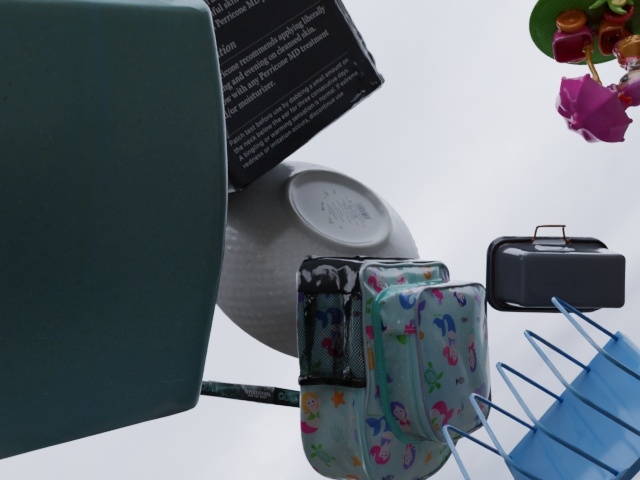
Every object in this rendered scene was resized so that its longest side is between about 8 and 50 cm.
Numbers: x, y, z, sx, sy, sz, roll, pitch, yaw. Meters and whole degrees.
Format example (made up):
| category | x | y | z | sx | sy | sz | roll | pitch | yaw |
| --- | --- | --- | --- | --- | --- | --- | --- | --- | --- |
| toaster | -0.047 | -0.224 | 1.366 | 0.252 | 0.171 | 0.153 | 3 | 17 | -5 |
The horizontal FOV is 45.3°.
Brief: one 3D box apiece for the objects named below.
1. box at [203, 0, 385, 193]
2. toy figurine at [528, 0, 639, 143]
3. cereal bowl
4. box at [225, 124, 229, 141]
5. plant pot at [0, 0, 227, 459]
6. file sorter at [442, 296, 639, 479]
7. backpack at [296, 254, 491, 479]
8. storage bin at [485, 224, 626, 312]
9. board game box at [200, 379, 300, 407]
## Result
| category | x | y | z | sx | sy | sz | roll | pitch | yaw |
| --- | --- | --- | --- | --- | --- | --- | --- | --- | --- |
| box | -0.245 | -0.318 | 1.096 | 0.297 | 0.480 | 0.471 | -40 | -71 | -29 |
| toy figurine | 0.297 | -0.169 | 0.762 | 0.173 | 0.159 | 0.130 | -5 | -33 | 21 |
| cereal bowl | 0.000 | 0.000 | 1.094 | 0.339 | 0.339 | 0.141 | -11 | -38 | -38 |
| box | -0.209 | -0.103 | 0.627 | 0.293 | 0.073 | 0.295 | -52 | -26 | -28 |
| plant pot | -0.143 | -0.033 | 0.386 | 0.166 | 0.165 | 0.234 | -7 | -46 | -35 |
| file sorter | 0.205 | 0.152 | 0.666 | 0.104 | 0.118 | 0.170 | 32 | -75 | -20 |
| backpack | 0.081 | 0.147 | 0.859 | 0.225 | 0.191 | 0.253 | 3 | -89 | -53 |
| storage bin | 0.251 | 0.032 | 0.803 | 0.135 | 0.098 | 0.091 | 1 | 1 | -2 |
| board game box | -0.083 | 0.235 | 1.160 | 0.126 | 0.186 | 0.026 | 18 | -107 | -41 |
